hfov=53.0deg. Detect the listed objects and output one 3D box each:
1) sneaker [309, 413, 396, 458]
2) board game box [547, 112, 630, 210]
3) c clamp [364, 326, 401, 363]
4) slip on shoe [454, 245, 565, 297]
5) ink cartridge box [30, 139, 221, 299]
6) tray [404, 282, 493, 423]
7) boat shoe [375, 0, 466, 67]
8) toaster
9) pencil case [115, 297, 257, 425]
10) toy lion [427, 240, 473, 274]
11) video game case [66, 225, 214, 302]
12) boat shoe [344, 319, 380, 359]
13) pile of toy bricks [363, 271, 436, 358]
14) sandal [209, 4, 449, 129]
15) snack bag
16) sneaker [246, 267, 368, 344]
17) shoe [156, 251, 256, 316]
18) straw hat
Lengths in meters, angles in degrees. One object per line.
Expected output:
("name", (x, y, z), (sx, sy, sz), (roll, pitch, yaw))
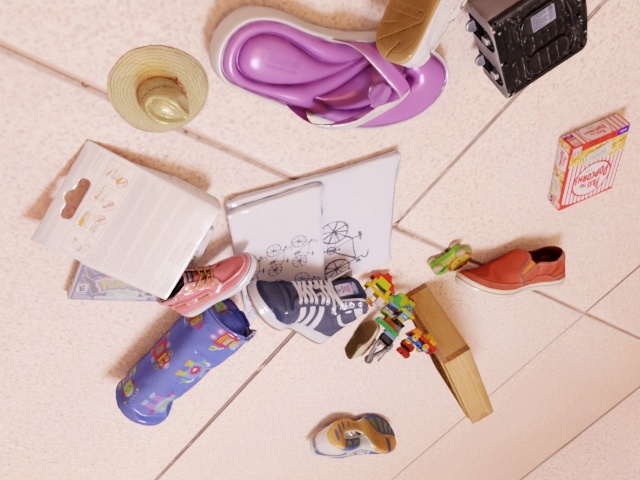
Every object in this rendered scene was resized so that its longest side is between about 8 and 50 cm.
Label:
("sneaker", (0.093, 0.571, 1.855), (0.297, 0.111, 0.131), (20, 137, -41))
("board game box", (0.584, -0.168, 1.408), (0.147, 0.045, 0.193), (-23, 140, -9))
("c clamp", (0.153, 0.264, 1.574), (0.137, 0.022, 0.161), (-57, 157, 17))
("slip on shoe", (0.459, 0.068, 1.540), (0.332, 0.123, 0.101), (-6, 112, -27))
("ink cartridge box", (-0.293, -0.032, 0.989), (0.225, 0.056, 0.181), (29, 101, -24))
("tray", (0.323, 0.295, 1.607), (0.076, 0.202, 0.411), (-30, 141, 0))
("boat shoe", (0.174, -0.375, 0.902), (0.096, 0.098, 0.277), (-2, 127, -56))
("toaster", (0.328, -0.347, 1.010), (0.186, 0.110, 0.168), (-34, 141, 4))
("pencil case", (-0.260, 0.228, 1.242), (0.306, 0.119, 0.133), (-44, 141, 16))
("toy lion", (0.302, 0.047, 1.474), (0.100, 0.034, 0.096), (-35, 148, 6))
("video game case", (-0.303, 0.035, 1.088), (0.201, 0.023, 0.183), (6, 128, -36))
("boat shoe", (0.107, 0.235, 1.536), (0.045, 0.050, 0.135), (0, 142, -37))
("pile of toy bricks", (0.173, 0.159, 1.436), (0.105, 0.212, 0.118), (-50, -173, -33))
("sandal", (0.035, -0.229, 0.957), (0.417, 0.102, 0.169), (0, 132, -32))
("snack bag", (0.000, 0.000, 1.230), (0.343, 0.037, 0.323), (-18, 139, -15))
("sneaker", (-0.012, 0.107, 1.223), (0.153, 0.099, 0.282), (-33, 147, 15))
("shoe", (-0.199, 0.070, 1.117), (0.178, 0.063, 0.081), (-34, 145, 17))
("straw hat", (-0.214, -0.189, 0.878), (0.145, 0.061, 0.144), (-17, 138, -16))
